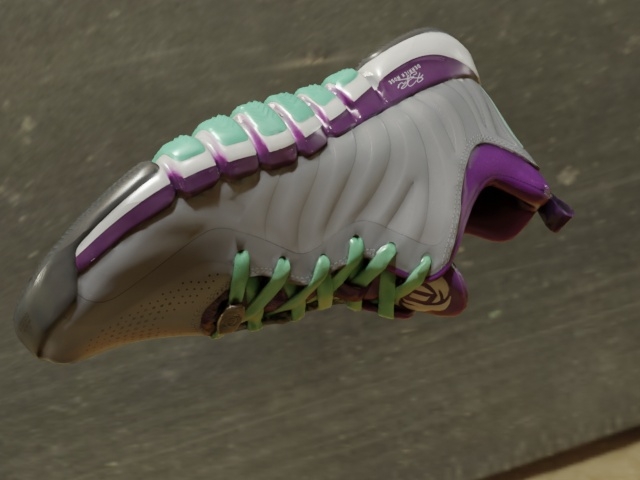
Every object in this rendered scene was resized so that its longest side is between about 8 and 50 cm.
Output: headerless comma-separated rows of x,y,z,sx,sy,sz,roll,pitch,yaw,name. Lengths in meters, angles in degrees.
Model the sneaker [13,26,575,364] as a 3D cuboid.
0.000,0.000,0.620,0.223,0.083,0.098,-32,73,-33,sneaker
